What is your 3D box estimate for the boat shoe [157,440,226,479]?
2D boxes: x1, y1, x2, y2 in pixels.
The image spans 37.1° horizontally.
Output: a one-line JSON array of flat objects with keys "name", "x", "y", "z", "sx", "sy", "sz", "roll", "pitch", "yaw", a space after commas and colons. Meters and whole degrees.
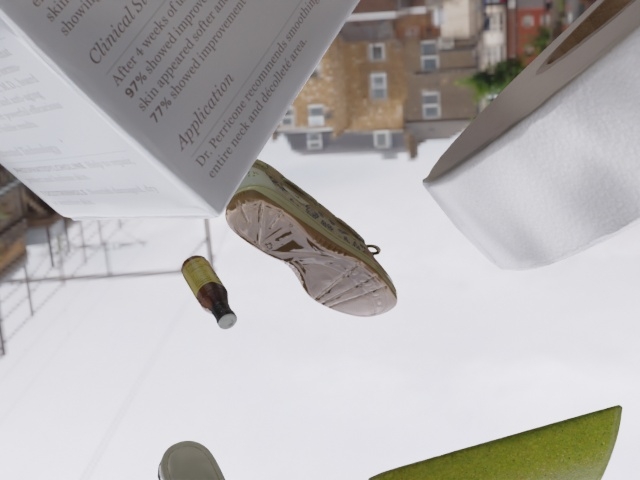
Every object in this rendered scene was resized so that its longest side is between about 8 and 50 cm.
[{"name": "boat shoe", "x": -0.152, "y": 0.442, "z": 1.335, "sx": 0.116, "sy": 0.099, "sz": 0.319, "roll": -11, "pitch": -119, "yaw": -27}]

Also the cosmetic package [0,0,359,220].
[{"name": "cosmetic package", "x": -0.237, "y": -0.265, "z": 0.978, "sx": 0.327, "sy": 0.393, "sz": 0.329, "roll": 2, "pitch": -127, "yaw": 50}]

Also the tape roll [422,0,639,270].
[{"name": "tape roll", "x": 0.220, "y": -0.137, "z": 0.522, "sx": 0.392, "sy": 0.072, "sz": 0.392, "roll": -43, "pitch": -177, "yaw": 2}]

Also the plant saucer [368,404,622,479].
[{"name": "plant saucer", "x": 0.134, "y": 0.196, "z": 0.738, "sx": 0.188, "sy": 0.045, "sz": 0.188, "roll": -15, "pitch": 155, "yaw": -3}]

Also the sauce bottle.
[{"name": "sauce bottle", "x": -0.143, "y": 0.069, "z": 1.240, "sx": 0.042, "sy": 0.042, "sz": 0.128, "roll": -11, "pitch": -140, "yaw": -25}]

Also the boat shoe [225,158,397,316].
[{"name": "boat shoe", "x": 0.000, "y": 0.000, "z": 1.215, "sx": 0.105, "sy": 0.285, "sz": 0.089, "roll": -26, "pitch": -140, "yaw": 29}]
